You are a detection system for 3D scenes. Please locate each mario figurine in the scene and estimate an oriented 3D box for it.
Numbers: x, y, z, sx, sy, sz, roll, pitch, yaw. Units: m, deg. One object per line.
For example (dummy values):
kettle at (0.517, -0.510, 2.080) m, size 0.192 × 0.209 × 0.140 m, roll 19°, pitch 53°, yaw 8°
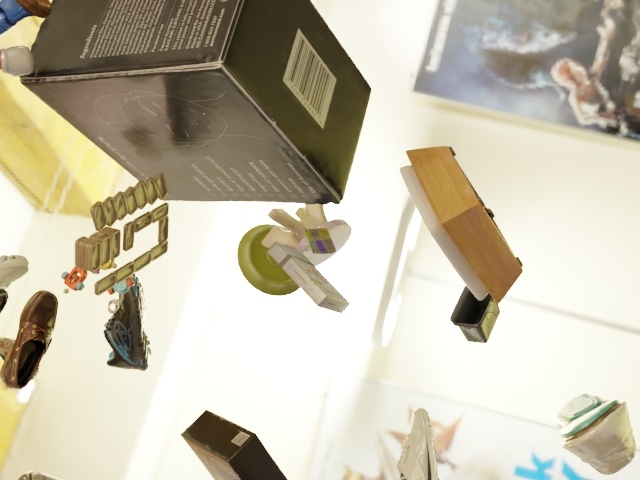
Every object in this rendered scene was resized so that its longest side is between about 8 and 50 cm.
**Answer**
mario figurine at (-0.626, -0.367, 1.620) m, size 0.170 × 0.321 × 0.198 m, roll 35°, pitch -155°, yaw -52°

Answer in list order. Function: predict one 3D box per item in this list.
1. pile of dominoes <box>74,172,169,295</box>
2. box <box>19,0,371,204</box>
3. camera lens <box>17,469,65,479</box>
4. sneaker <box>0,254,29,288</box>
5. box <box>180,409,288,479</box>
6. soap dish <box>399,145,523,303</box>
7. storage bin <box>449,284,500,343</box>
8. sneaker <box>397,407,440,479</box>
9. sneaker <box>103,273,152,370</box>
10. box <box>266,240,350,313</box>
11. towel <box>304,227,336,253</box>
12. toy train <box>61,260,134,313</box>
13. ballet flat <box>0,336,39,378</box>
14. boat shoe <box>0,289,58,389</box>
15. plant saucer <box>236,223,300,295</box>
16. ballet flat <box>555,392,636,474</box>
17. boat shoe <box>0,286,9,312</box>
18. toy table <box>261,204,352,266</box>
pile of dominoes at (-0.380, -0.022, 1.762) m, size 0.251 × 0.040 × 0.195 m, roll -39°, pitch -38°, yaw -56°
box at (-0.225, -0.305, 1.790) m, size 0.480 × 0.472 × 0.297 m, roll 46°, pitch -128°, yaw -51°
camera lens at (-0.659, 0.714, 2.273) m, size 0.219 × 0.274 × 0.219 m, roll -45°, pitch 29°, yaw 34°
sneaker at (-0.813, 0.132, 2.149) m, size 0.292 × 0.118 × 0.110 m, roll -31°, pitch -20°, yaw -32°
box at (-0.212, 0.543, 2.251) m, size 0.103 × 0.261 × 0.184 m, roll -44°, pitch -65°, yaw -23°
soap dish at (0.287, -0.037, 1.826) m, size 0.291 × 0.118 × 0.228 m, roll 48°, pitch -164°, yaw -42°
storage bin at (0.384, 0.177, 2.170) m, size 0.135 × 0.098 × 0.091 m, roll -59°, pitch -45°, yaw -33°
sneaker at (0.221, 0.497, 2.101) m, size 0.090 × 0.095 × 0.235 m, roll 67°, pitch -162°, yaw -51°
sneaker at (-0.606, 0.254, 2.789) m, size 0.125 × 0.140 × 0.340 m, roll -88°, pitch -2°, yaw -68°
box at (-0.027, 0.087, 2.101) m, size 0.038 × 0.186 × 0.145 m, roll -47°, pitch -25°, yaw 8°
towel at (0.000, 0.000, 1.901) m, size 0.083 × 0.009 × 0.060 m, roll -1°, pitch -113°, yaw -56°
toy train at (-0.478, 0.089, 1.981) m, size 0.125 × 0.166 × 0.046 m, roll -60°, pitch -21°, yaw -5°
ballet flat at (-0.785, 0.299, 2.349) m, size 0.077 × 0.091 × 0.241 m, roll -33°, pitch -23°, yaw -20°
boat shoe at (-0.573, 0.199, 1.819) m, size 0.073 × 0.073 × 0.206 m, roll 25°, pitch -105°, yaw -35°
plant saucer at (-0.137, 0.052, 2.785) m, size 0.037 × 0.241 × 0.240 m, roll -44°, pitch 22°, yaw 57°
ballet flat at (0.514, 0.359, 1.662) m, size 0.400 × 0.139 × 0.139 m, roll 29°, pitch -105°, yaw -78°
boat shoe at (-0.544, 0.165, 1.275) m, size 0.114 × 0.091 × 0.302 m, roll 113°, pitch 177°, yaw -53°
toy table at (-0.038, -0.033, 2.613) m, size 0.252 × 0.161 × 0.274 m, roll -47°, pitch -15°, yaw 6°
